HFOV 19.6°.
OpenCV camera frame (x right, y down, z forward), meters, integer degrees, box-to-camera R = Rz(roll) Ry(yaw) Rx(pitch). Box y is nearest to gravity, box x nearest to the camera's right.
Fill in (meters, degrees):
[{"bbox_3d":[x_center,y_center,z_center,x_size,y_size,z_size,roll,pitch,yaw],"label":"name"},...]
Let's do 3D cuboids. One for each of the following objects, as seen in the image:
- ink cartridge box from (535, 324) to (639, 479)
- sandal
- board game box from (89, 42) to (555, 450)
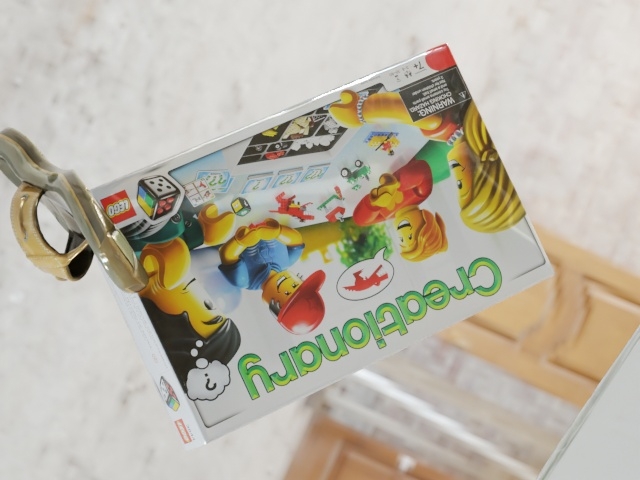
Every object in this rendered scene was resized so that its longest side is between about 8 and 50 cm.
[{"bbox_3d":[0.230,0.169,0.753,0.117,0.201,0.278,-53,134,-13],"label":"ink cartridge box"},{"bbox_3d":[-0.146,-0.009,1.013,0.049,0.180,0.072,-41,126,-10],"label":"sandal"},{"bbox_3d":[0.000,0.000,1.335,0.305,0.193,0.053,-25,178,-23],"label":"board game box"}]
